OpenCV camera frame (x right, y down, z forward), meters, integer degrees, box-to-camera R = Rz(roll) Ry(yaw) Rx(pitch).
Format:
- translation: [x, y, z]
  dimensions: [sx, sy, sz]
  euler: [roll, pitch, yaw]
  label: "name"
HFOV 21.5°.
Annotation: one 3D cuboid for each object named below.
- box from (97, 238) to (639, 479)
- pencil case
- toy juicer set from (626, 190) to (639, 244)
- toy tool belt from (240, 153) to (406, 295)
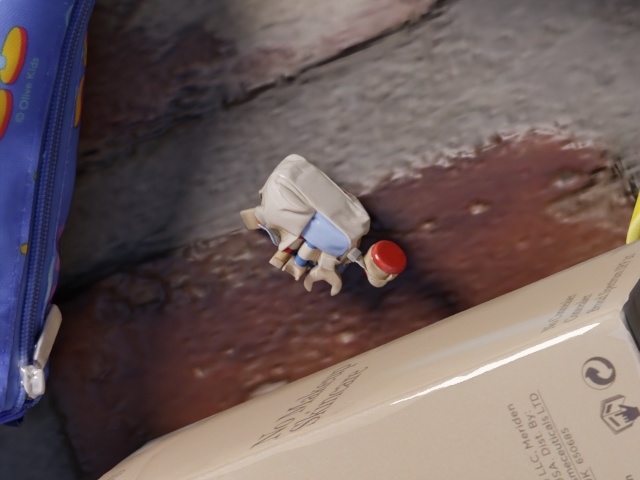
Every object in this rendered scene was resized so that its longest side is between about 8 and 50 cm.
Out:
- translation: [0.037, 0.119, 0.779]
  dimensions: [0.311, 0.148, 0.121]
  euler: [-24, 95, 23]
  label: "box"
- translation: [-0.173, -0.050, 0.825]
  dimensions: [0.133, 0.119, 0.306]
  euler: [15, 101, 17]
  label: "pencil case"
- translation: [0.271, -0.081, 0.707]
  dimensions: [0.209, 0.089, 0.329]
  euler: [14, 134, 0]
  label: "toy juicer set"
- translation: [0.000, 0.000, 0.854]
  dimensions: [0.083, 0.052, 0.051]
  euler: [41, 133, 3]
  label: "toy tool belt"
